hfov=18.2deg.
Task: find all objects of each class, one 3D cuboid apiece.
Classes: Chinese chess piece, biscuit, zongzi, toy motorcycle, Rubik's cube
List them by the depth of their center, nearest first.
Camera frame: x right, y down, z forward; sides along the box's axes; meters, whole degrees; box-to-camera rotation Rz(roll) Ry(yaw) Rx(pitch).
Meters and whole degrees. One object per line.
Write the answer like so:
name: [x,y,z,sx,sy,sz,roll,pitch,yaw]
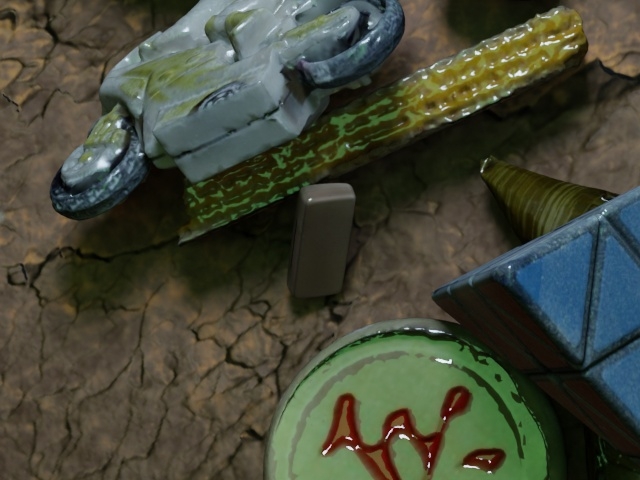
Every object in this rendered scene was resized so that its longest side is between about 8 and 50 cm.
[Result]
Rubik's cube: [0.213,0.051,1.473,0.228,0.233,0.228,8,40,-5]
zongzi: [0.221,0.086,1.606,0.288,0.134,0.286,20,86,18]
Chinese chess piece: [0.077,0.188,1.632,0.249,0.103,0.250,-1,81,9]
toy motorcycle: [-0.072,-0.139,1.645,0.340,0.223,0.108,-25,120,23]
biscuit: [0.048,-0.097,1.673,0.378,0.094,0.054,-24,91,7]

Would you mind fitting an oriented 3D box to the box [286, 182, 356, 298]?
box: [0.000,0.000,1.664,0.048,0.115,0.025,-8,45,-16]
